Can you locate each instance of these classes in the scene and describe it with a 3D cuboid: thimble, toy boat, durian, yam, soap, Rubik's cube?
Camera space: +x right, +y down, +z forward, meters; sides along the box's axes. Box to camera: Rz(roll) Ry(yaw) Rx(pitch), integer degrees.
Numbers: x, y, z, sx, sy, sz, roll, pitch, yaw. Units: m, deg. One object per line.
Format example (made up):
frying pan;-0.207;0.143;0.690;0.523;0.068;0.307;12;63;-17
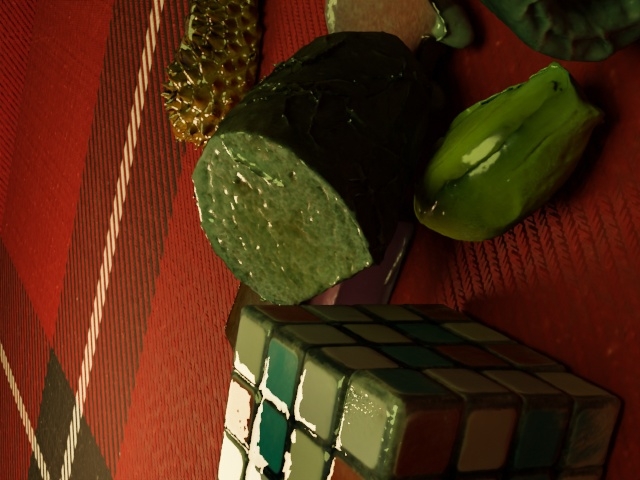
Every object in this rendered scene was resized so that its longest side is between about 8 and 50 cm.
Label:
thimble;0.206;-0.272;0.674;0.143;0.199;0.235;-116;25;-45
toy boat;0.094;-0.250;0.989;0.227;0.085;0.155;48;135;35
durian;-0.181;-0.295;1.385;0.191;0.112;0.341;44;121;54
yam;0.004;-0.092;0.872;0.202;0.271;0.201;-31;102;44
soap;-0.002;0.000;1.087;0.259;0.081;0.181;46;124;50
durian;0.164;-0.070;0.822;0.250;0.101;0.139;-44;14;48
Rubik's cube;0.071;0.211;0.780;0.253;0.259;0.256;27;109;57

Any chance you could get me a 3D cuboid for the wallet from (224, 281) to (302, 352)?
wallet;-0.061;0.054;1.071;0.137;0.031;0.255;51;130;45
